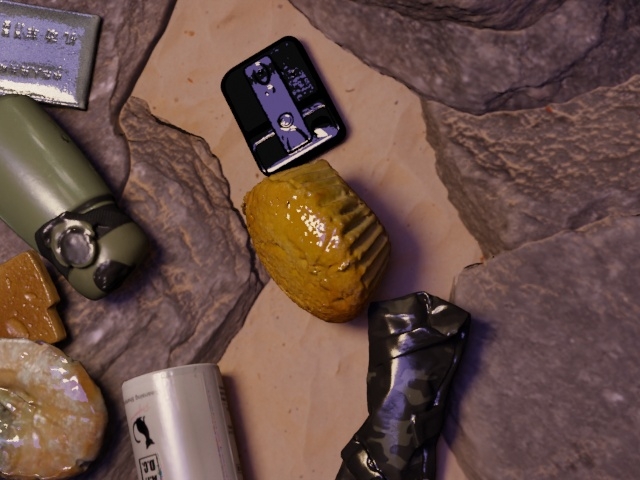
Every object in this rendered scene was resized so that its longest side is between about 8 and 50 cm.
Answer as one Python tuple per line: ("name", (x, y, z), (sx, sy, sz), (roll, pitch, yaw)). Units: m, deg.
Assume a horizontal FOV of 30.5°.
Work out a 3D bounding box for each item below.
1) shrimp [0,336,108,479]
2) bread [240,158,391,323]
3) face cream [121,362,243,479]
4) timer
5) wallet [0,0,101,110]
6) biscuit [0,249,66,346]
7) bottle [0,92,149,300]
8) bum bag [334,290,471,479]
("shrimp", (-0.525, 0.253, 1.776), (0.445, 0.110, 0.221), (0, 97, 18))
("bread", (-0.001, 0.003, 1.634), (0.139, 0.240, 0.240), (-30, 71, -24))
("face cream", (-0.175, 0.367, 1.645), (0.145, 0.145, 0.370), (-17, 75, 13))
("timer", (-0.061, -0.203, 1.763), (0.144, 0.055, 0.187), (-30, 73, 10))
("wallet", (-0.473, -0.301, 1.881), (0.222, 0.036, 0.167), (9, 83, -1))
("biscuit", (-0.471, 0.126, 1.811), (0.212, 0.041, 0.239), (21, 101, 17))
("bottle", (-0.401, -0.059, 1.779), (0.168, 0.168, 0.347), (-46, 74, 4))
("bum bag", (0.110, 0.237, 1.616), (0.144, 0.095, 0.341), (11, 91, 16))
